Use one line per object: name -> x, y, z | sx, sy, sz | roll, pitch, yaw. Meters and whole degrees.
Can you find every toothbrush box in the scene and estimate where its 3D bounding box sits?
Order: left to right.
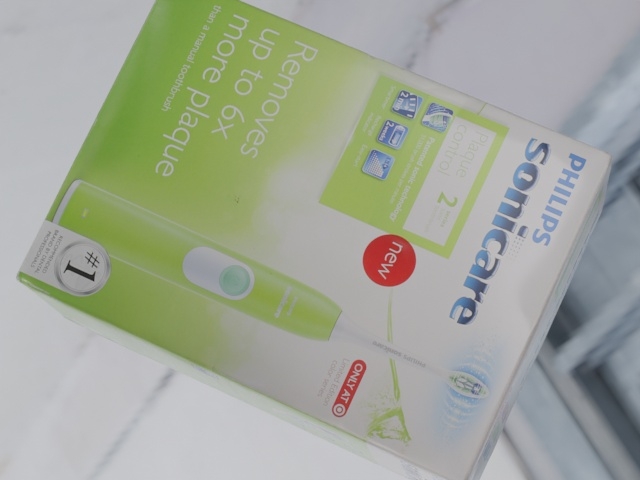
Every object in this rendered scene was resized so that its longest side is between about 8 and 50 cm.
toothbrush box -> 0.000, 0.000, 1.074 | 0.206, 0.283, 0.122 | -64, -10, -9
